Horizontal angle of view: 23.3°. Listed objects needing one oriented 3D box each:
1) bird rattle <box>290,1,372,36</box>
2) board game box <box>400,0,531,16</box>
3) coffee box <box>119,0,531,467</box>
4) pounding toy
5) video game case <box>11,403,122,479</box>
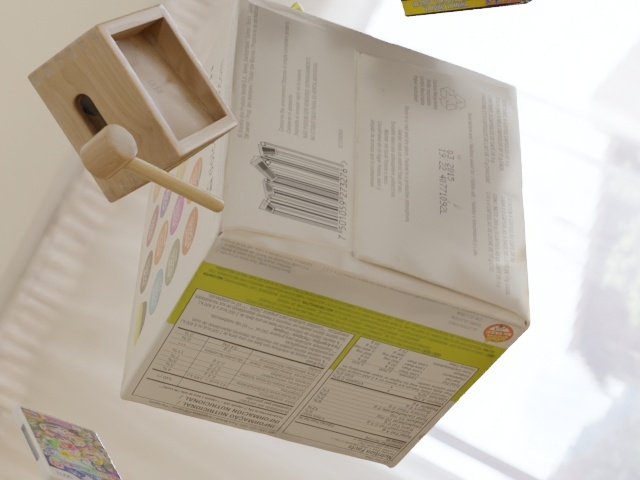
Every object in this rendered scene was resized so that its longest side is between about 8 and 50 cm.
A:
[{"bbox_3d":[0.007,-0.180,2.009,0.207,0.253,0.143,-12,-11,-28],"label":"bird rattle"},{"bbox_3d":[0.151,-0.324,1.702,0.048,0.170,0.141,-38,-61,-41],"label":"board game box"},{"bbox_3d":[0.000,0.000,1.711,0.334,0.338,0.338,124,156,-48],"label":"coffee box"},{"bbox_3d":[-0.159,-0.082,1.289,0.094,0.181,0.206,-31,4,26],"label":"pounding toy"},{"bbox_3d":[-0.221,0.191,1.380,0.087,0.122,0.011,26,-79,-34],"label":"video game case"}]
